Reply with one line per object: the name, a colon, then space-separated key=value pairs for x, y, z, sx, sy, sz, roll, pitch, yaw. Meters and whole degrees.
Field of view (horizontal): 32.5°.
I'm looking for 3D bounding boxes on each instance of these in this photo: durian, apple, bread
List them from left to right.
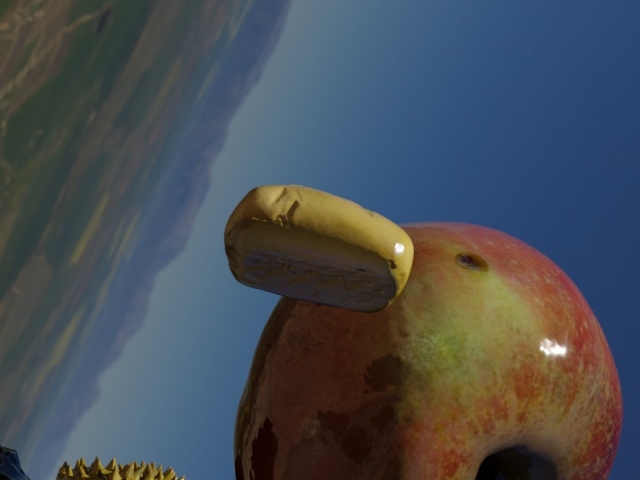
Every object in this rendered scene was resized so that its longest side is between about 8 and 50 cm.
durian: x=-0.195 y=0.304 z=1.203 sx=0.138 sy=0.183 sz=0.250 roll=-22 pitch=-178 yaw=-22
bread: x=0.000 y=0.000 z=0.675 sx=0.082 sy=0.115 sz=0.056 roll=94 pitch=8 yaw=-56
apple: x=0.086 y=0.150 z=0.945 sx=0.277 sy=0.348 sz=0.348 roll=37 pitch=-78 yaw=51

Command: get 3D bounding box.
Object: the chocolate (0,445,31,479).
chocolate: x=-0.320 y=0.282 z=1.017 sx=0.224 sy=0.177 sz=0.206 roll=81 pitch=26 yaw=-59
